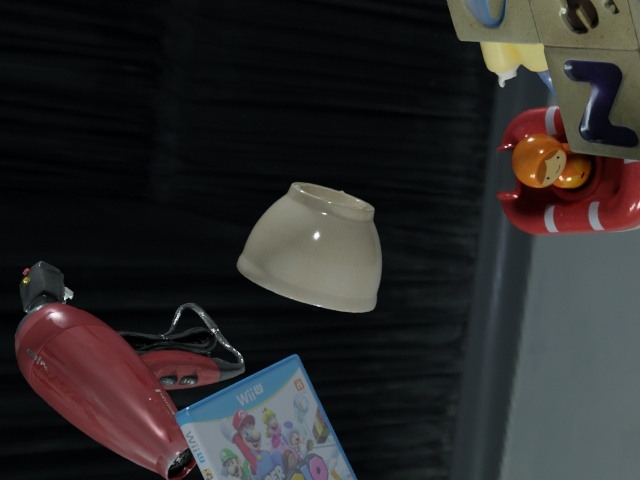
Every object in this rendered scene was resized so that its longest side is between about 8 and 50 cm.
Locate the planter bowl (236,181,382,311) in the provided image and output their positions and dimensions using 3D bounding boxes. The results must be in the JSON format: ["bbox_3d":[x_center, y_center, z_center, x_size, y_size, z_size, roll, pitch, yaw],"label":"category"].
[{"bbox_3d":[0.000,0.000,1.346,0.162,0.162,0.109,32,108,50],"label":"planter bowl"}]

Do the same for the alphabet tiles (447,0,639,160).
[{"bbox_3d":[0.120,-0.175,0.450,0.285,0.011,0.343,15,132,52],"label":"alphabet tiles"}]

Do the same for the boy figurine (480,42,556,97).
[{"bbox_3d":[0.234,-0.216,1.185,0.177,0.285,0.092,-25,49,25],"label":"boy figurine"}]

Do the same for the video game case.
[{"bbox_3d":[-0.018,0.168,0.797,0.015,0.119,0.166,-29,85,38],"label":"video game case"}]

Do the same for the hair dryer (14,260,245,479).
[{"bbox_3d":[-0.149,0.101,1.039,0.293,0.223,0.080,-112,40,-62],"label":"hair dryer"}]

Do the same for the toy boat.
[{"bbox_3d":[0.273,-0.084,1.353,0.231,0.151,0.151,-3,86,47],"label":"toy boat"}]
